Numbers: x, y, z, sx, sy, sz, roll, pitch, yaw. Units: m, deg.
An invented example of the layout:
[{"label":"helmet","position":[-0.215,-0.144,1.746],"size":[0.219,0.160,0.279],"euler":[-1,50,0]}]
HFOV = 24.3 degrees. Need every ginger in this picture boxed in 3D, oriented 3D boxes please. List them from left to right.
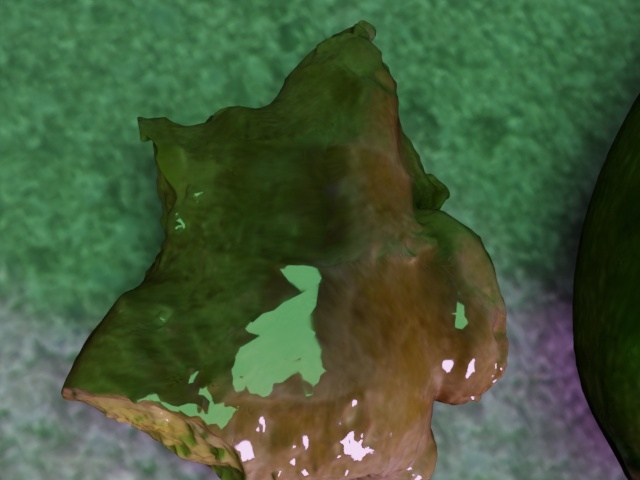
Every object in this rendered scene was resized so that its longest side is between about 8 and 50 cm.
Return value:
[{"label":"ginger","position":[0.000,0.000,0.754],"size":[0.218,0.123,0.270],"euler":[23,75,-6]}]

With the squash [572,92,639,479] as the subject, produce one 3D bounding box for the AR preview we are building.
[{"label":"squash","position":[0.249,-0.011,0.761],"size":[0.309,0.310,0.310],"euler":[-36,89,-3]}]
